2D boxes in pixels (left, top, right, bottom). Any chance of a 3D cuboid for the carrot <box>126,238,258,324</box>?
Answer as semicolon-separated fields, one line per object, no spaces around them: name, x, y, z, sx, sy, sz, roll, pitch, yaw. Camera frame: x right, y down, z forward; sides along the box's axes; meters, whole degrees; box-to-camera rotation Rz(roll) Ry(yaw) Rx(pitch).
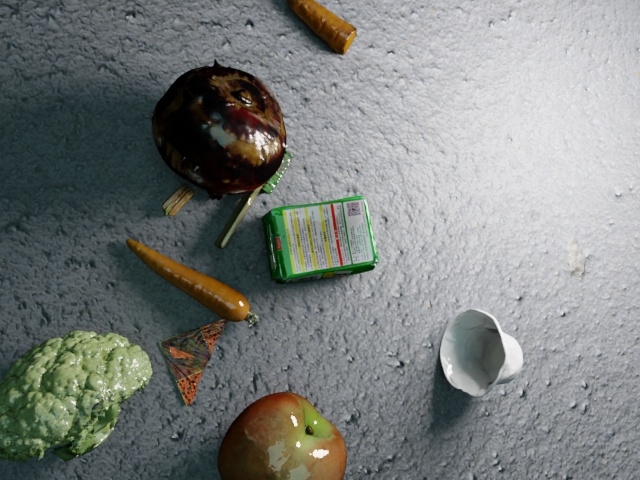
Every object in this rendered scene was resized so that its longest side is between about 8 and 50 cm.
carrot;-0.279;0.092;1.024;0.336;0.069;0.069;31;79;-6

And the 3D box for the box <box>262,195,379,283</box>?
box;0.000;0.000;1.075;0.250;0.103;0.180;-8;87;-15

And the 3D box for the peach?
peach;-0.080;0.444;0.958;0.252;0.252;0.252;1;85;-13

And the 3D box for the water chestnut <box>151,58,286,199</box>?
water chestnut;-0.213;-0.208;0.987;0.300;0.300;0.300;1;85;-13

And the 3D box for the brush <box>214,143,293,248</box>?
brush;-0.150;-0.100;1.075;0.048;0.054;0.282;36;79;-27

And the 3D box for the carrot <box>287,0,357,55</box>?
carrot;-0.008;-0.535;1.134;0.205;0.072;0.072;35;79;-6

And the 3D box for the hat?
hat;0.397;0.271;1.120;0.126;0.203;0.203;16;82;-30

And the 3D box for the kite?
kite;-0.297;0.245;1.034;0.125;0.008;0.222;25;81;-9

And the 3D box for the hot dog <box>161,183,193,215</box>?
hot dog;-0.319;-0.089;1.051;0.083;0.021;0.037;-46;106;-13

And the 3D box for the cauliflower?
cauliflower;-0.472;0.317;0.891;0.275;0.272;0.250;-5;118;1
